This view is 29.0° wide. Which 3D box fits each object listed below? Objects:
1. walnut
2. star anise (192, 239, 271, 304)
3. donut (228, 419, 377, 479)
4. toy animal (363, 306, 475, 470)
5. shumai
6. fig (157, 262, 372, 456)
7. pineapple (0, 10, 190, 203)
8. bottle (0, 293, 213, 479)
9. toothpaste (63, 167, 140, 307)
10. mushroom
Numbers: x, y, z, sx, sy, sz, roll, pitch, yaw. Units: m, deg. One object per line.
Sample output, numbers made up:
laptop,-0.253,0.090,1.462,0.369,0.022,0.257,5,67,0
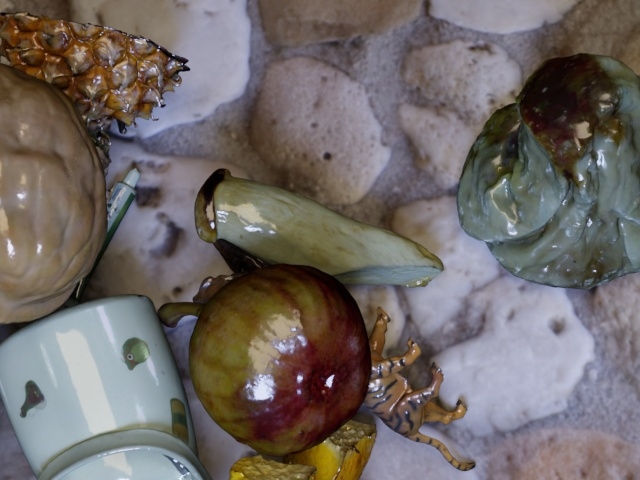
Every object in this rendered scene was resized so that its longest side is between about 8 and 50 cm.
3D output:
walnut,-0.373,-0.035,1.372,0.296,0.285,0.285,-23,74,22
star anise,-0.067,0.055,1.590,0.197,0.073,0.212,-8,72,-6
donut,-0.032,0.307,1.463,0.101,0.259,0.152,20,108,19
toy animal,0.106,0.201,1.520,0.116,0.114,0.255,-42,99,-2
shumai,0.343,-0.100,1.546,0.304,0.263,0.309,28,75,8
fig,-0.096,0.114,1.449,0.321,0.217,0.217,20,71,43
pineapple,-0.321,-0.129,1.579,0.263,0.262,0.271,13,87,3
bottle,-0.241,0.258,1.451,0.229,0.229,0.351,-20,76,-7
toothpaste,-0.292,-0.007,1.624,0.049,0.031,0.204,27,77,8
mushroom,-0.001,0.003,1.538,0.333,0.087,0.107,22,50,-17
